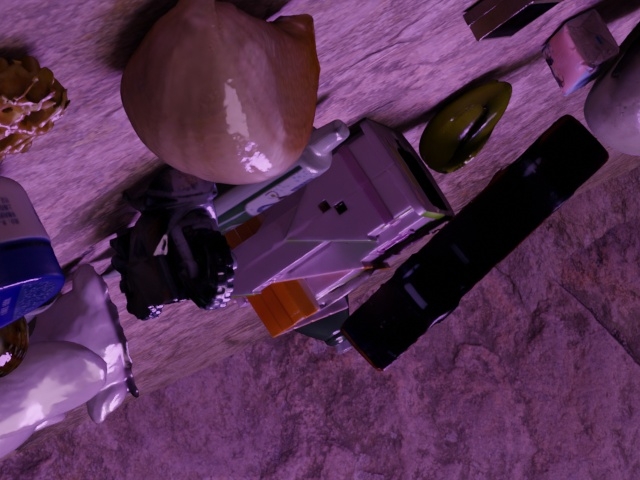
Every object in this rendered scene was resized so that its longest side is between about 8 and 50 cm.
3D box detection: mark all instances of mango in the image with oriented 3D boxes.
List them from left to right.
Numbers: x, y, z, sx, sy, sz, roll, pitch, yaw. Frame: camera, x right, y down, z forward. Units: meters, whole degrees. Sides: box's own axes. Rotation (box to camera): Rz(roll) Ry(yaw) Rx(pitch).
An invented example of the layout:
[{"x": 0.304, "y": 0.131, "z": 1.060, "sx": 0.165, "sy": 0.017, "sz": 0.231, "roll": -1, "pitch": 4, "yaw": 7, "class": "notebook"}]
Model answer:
[{"x": 0.189, "y": -0.154, "z": 2.057, "sx": 0.091, "sy": 0.074, "sz": 0.165, "roll": -27, "pitch": 161, "yaw": -52, "class": "mango"}]

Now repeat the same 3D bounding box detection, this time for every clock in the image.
[{"x": 0.000, "y": 0.000, "z": 2.016, "sx": 0.309, "sy": 0.166, "sz": 0.235, "roll": -33, "pitch": 171, "yaw": 12, "class": "clock"}]

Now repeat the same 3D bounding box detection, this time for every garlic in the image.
[{"x": -0.074, "y": -0.127, "z": 1.233, "sx": 0.164, "sy": 0.145, "sz": 0.245, "roll": -61, "pitch": 168, "yaw": 2, "class": "garlic"}]

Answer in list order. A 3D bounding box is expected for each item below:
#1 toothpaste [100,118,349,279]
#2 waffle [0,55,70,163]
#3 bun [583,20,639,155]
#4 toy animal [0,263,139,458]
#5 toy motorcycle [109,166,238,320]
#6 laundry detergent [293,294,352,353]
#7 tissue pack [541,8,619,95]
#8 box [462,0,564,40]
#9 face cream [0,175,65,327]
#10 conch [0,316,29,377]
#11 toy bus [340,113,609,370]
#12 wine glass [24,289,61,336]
[{"x": -0.108, "y": -0.044, "z": 1.809, "sx": 0.392, "sy": 0.061, "sz": 0.098, "roll": -30, "pitch": 172, "yaw": 37, "class": "toothpaste"}, {"x": -0.264, "y": -0.075, "z": 1.115, "sx": 0.194, "sy": 0.051, "sz": 0.149, "roll": -21, "pitch": 168, "yaw": -43, "class": "waffle"}, {"x": 0.465, "y": -0.213, "z": 1.974, "sx": 0.283, "sy": 0.179, "sz": 0.283, "roll": -52, "pitch": 178, "yaw": -2, "class": "bun"}, {"x": -0.353, "y": 0.165, "z": 1.879, "sx": 0.289, "sy": 0.174, "sz": 0.249, "roll": -29, "pitch": 171, "yaw": -3, "class": "toy animal"}, {"x": -0.165, "y": 0.005, "z": 1.698, "sx": 0.106, "sy": 0.159, "sz": 0.270, "roll": -12, "pitch": -179, "yaw": -28, "class": "toy motorcycle"}, {"x": -0.023, "y": 0.068, "z": 2.236, "sx": 0.137, "sy": 0.211, "sz": 0.063, "roll": -22, "pitch": 171, "yaw": -27, "class": "laundry detergent"}, {"x": 0.325, "y": -0.236, "z": 1.977, "sx": 0.058, "sy": 0.074, "sz": 0.094, "roll": -25, "pitch": 169, "yaw": -17, "class": "tissue pack"}, {"x": 0.201, "y": -0.243, "z": 1.651, "sx": 0.083, "sy": 0.035, "sz": 0.079, "roll": -34, "pitch": 170, "yaw": 34, "class": "box"}, {"x": -0.328, "y": 0.028, "z": 1.329, "sx": 0.206, "sy": 0.111, "sz": 0.206, "roll": -26, "pitch": 171, "yaw": -4, "class": "face cream"}, {"x": -0.379, "y": 0.089, "z": 1.539, "sx": 0.187, "sy": 0.124, "sz": 0.181, "roll": 2, "pitch": -153, "yaw": 42, "class": "conch"}, {"x": 0.195, "y": 0.003, "z": 2.016, "sx": 0.409, "sy": 0.093, "sz": 0.092, "roll": -42, "pitch": 176, "yaw": -8, "class": "toy bus"}, {"x": -0.327, "y": 0.065, "z": 1.704, "sx": 0.072, "sy": 0.072, "sz": 0.155, "roll": -24, "pitch": 171, "yaw": -27, "class": "wine glass"}]
